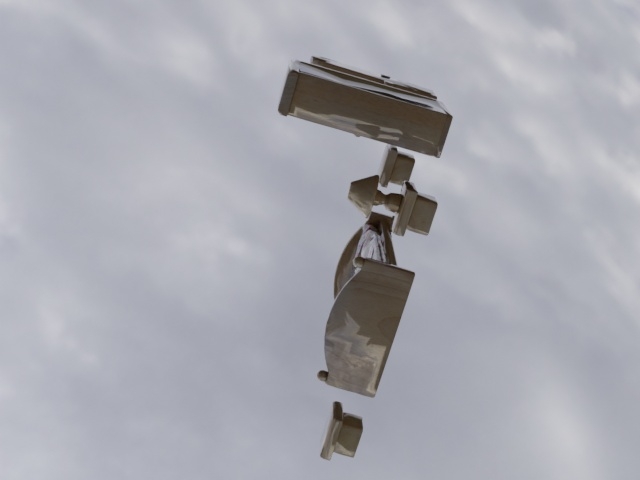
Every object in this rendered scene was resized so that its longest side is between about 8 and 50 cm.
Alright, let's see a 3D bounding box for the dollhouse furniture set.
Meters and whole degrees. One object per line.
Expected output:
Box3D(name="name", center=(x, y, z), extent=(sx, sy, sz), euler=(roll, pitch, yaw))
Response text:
Box3D(name="dollhouse furniture set", center=(0.000, 0.000, 1.352), extent=(0.173, 0.356, 0.303), euler=(16, -165, -4))
